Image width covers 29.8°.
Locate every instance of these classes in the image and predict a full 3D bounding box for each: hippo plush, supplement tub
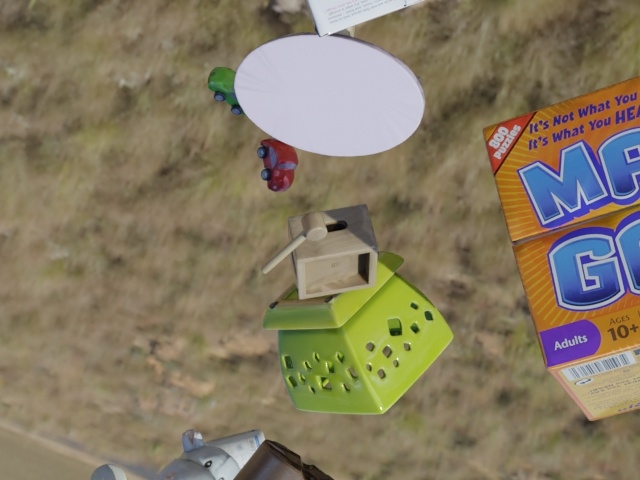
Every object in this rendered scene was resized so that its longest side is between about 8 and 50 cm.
[{"bbox_3d":[-0.189,0.426,1.737,0.234,0.236,0.294,48,-168,8],"label":"hippo plush"},{"bbox_3d":[-0.144,0.360,2.017,0.107,0.071,0.071,-12,159,-10],"label":"supplement tub"}]

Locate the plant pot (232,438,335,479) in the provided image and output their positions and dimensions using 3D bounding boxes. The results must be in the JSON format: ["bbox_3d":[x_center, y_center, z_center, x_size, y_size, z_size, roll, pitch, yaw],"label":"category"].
[{"bbox_3d":[-0.061,0.337,1.429,0.167,0.165,0.167,33,179,1],"label":"plant pot"}]

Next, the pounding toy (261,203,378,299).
[{"bbox_3d":[-0.009,-0.001,1.860,0.181,0.094,0.206,-10,149,-5],"label":"pounding toy"}]

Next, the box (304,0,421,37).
[{"bbox_3d":[0.080,-0.388,1.393,0.262,0.231,0.127,-21,-166,2],"label":"box"}]

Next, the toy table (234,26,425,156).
[{"bbox_3d":[0.023,-0.230,1.792,0.274,0.161,0.252,21,113,2],"label":"toy table"}]

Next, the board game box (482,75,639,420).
[{"bbox_3d":[0.473,0.008,1.688,0.356,0.356,0.356,-18,155,15],"label":"board game box"}]

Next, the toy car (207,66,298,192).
[{"bbox_3d":[-0.102,-0.232,2.129,0.225,0.239,0.053,36,144,-30],"label":"toy car"}]

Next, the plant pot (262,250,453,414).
[{"bbox_3d":[0.050,0.148,2.055,0.227,0.228,0.207,-6,119,47],"label":"plant pot"}]

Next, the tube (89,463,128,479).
[{"bbox_3d":[-0.344,0.436,2.056,0.062,0.070,0.240,8,156,4],"label":"tube"}]
